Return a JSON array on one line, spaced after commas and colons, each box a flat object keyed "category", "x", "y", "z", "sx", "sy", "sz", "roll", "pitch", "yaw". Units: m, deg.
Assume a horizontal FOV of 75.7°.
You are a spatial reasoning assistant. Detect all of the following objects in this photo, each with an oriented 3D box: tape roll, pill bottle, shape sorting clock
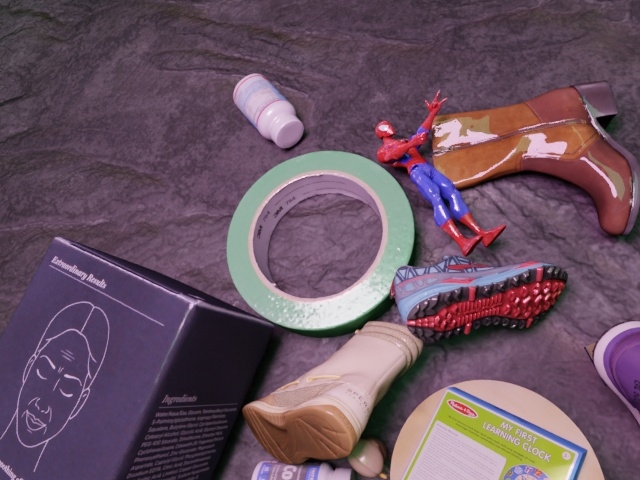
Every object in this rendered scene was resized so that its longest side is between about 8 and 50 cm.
[{"category": "tape roll", "x": 0.000, "y": 0.000, "z": 0.712, "sx": 0.321, "sy": 0.077, "sz": 0.321, "roll": -5, "pitch": 68, "yaw": 13}, {"category": "pill bottle", "x": -0.104, "y": -0.262, "z": 0.841, "sx": 0.087, "sy": 0.087, "sz": 0.160, "roll": -38, "pitch": 64, "yaw": -2}, {"category": "pill bottle", "x": -0.022, "y": 0.351, "z": 0.571, "sx": 0.137, "sy": 0.078, "sz": 0.078, "roll": -5, "pitch": 67, "yaw": 13}, {"category": "shape sorting clock", "x": 0.170, "y": 0.242, "z": 0.419, "sx": 0.206, "sy": 0.040, "sz": 0.206, "roll": -24, "pitch": 40, "yaw": 22}]

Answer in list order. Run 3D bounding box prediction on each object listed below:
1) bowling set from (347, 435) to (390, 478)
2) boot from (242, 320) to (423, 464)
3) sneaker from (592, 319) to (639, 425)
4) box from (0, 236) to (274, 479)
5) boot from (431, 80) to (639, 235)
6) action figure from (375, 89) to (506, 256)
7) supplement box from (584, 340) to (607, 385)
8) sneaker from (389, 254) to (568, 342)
[{"category": "bowling set", "x": 0.183, "y": 0.285, "z": 0.501, "sx": 0.287, "sy": 0.154, "sz": 0.200, "roll": 34, "pitch": 81, "yaw": 24}, {"category": "boot", "x": 0.013, "y": 0.212, "z": 0.601, "sx": 0.203, "sy": 0.262, "sz": 0.095, "roll": -34, "pitch": 88, "yaw": -42}, {"category": "sneaker", "x": 0.421, "y": 0.220, "z": 0.432, "sx": 0.283, "sy": 0.124, "sz": 0.107, "roll": 44, "pitch": 99, "yaw": -4}, {"category": "box", "x": -0.301, "y": 0.238, "z": 0.589, "sx": 0.294, "sy": 0.212, "sz": 0.395, "roll": 18, "pitch": 79, "yaw": 27}, {"category": "boot", "x": 0.327, "y": -0.116, "z": 0.666, "sx": 0.280, "sy": 0.096, "sz": 0.264, "roll": -9, "pitch": 79, "yaw": 18}, {"category": "action figure", "x": 0.187, "y": -0.126, "z": 0.654, "sx": 0.091, "sy": 0.139, "sz": 0.280, "roll": -18, "pitch": 57, "yaw": -33}, {"category": "supplement box", "x": 0.411, "y": 0.147, "z": 0.536, "sx": 0.083, "sy": 0.083, "sz": 0.056, "roll": -20, "pitch": 64, "yaw": 6}, {"category": "sneaker", "x": 0.226, "y": 0.056, "z": 0.594, "sx": 0.262, "sy": 0.104, "sz": 0.125, "roll": -4, "pitch": 32, "yaw": -15}]
